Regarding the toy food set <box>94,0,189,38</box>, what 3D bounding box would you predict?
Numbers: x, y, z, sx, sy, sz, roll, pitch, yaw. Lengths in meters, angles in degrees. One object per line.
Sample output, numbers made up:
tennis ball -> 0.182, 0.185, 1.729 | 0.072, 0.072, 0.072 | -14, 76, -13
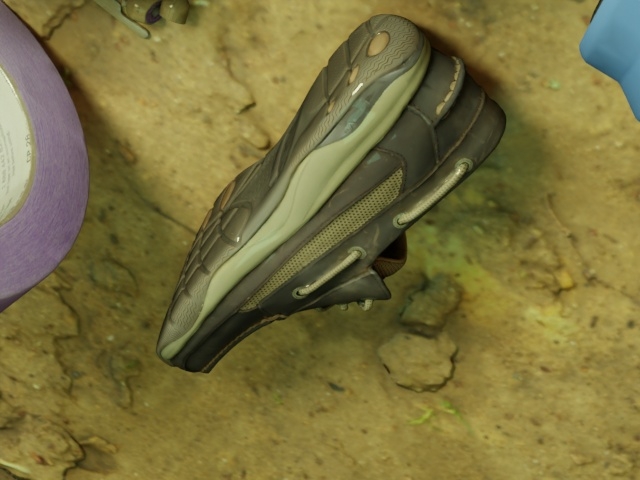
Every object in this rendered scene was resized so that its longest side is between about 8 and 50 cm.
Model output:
toy food set -> -0.106, -0.178, 1.074 | 0.078, 0.019, 0.122 | 38, 131, -19

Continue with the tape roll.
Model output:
tape roll -> -0.287, -0.065, 1.055 | 0.275, 0.274, 0.090 | 39, 132, -20

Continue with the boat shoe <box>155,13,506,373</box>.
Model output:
boat shoe -> 0.000, 0.000, 1.136 | 0.130, 0.132, 0.355 | 30, 134, -13

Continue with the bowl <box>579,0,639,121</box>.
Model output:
bowl -> 0.237, -0.217, 0.694 | 0.077, 0.391, 0.391 | 33, 134, 6
